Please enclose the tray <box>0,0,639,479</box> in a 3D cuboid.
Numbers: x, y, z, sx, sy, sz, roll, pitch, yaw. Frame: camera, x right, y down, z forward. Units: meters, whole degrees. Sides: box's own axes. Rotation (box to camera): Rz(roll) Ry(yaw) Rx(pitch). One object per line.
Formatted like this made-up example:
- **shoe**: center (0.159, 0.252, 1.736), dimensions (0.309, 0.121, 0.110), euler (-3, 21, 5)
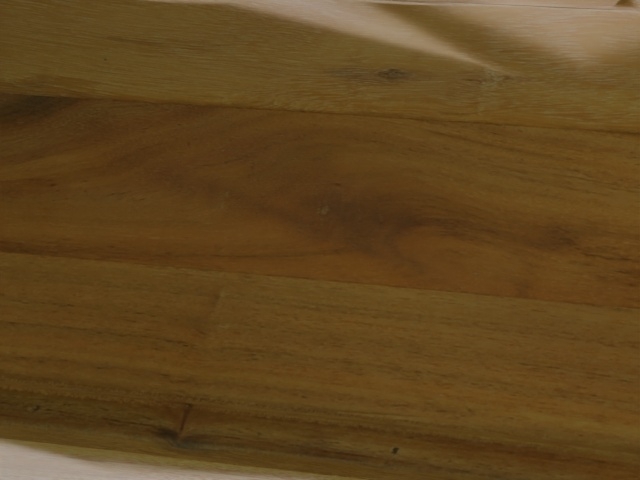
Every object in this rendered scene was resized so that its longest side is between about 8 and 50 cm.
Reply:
- **tray**: center (0.000, 0.000, 0.581), dimensions (0.411, 0.202, 0.076), euler (4, -34, 15)
